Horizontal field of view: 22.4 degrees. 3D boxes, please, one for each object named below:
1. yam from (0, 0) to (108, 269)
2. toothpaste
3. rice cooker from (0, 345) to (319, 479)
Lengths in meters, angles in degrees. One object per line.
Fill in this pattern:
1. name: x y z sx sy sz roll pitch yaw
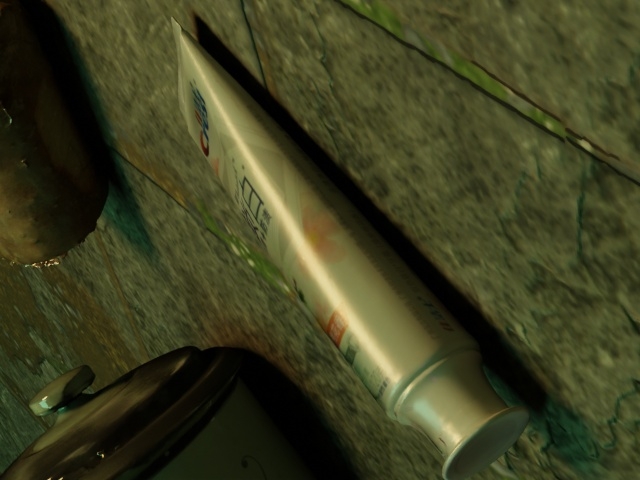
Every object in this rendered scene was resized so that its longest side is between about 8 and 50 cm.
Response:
1. yam: -0.261 -0.098 1.290 0.129 0.128 0.238 3 140 23
2. toothpaste: 0.000 0.000 0.945 0.323 0.066 0.100 51 160 28
3. rice cooker: -0.126 0.230 1.294 0.316 0.264 0.316 44 -153 -29
